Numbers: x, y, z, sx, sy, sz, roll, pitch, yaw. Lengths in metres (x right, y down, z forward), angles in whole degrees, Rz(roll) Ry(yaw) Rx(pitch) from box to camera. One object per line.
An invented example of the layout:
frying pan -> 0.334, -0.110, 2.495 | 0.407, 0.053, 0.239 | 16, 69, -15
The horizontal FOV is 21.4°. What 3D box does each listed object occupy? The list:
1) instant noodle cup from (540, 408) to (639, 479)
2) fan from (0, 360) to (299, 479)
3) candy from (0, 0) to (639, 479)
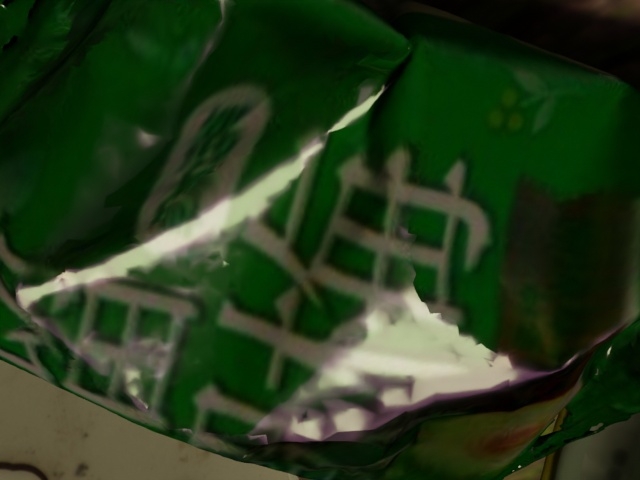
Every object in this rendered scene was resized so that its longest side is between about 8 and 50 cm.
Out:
instant noodle cup -> 0.195, 0.087, 0.436 | 0.200, 0.264, 0.264 | 27, 129, -28
fan -> -0.132, 0.119, 0.428 | 0.329, 0.009, 0.191 | -3, 107, -38
candy -> -0.001, -0.001, 0.391 | 0.203, 0.078, 0.141 | 23, 121, -22
